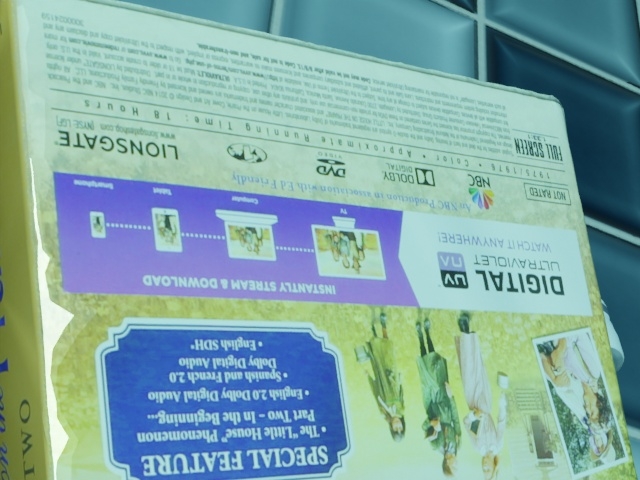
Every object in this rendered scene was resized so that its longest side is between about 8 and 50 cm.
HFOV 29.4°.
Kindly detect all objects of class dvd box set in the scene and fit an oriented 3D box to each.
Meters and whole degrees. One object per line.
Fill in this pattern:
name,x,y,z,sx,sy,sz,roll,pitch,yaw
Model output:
dvd box set,0.019,0.125,0.485,0.307,0.062,0.420,4,71,-40

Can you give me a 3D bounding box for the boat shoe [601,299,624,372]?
boat shoe,0.006,-0.004,0.660,0.367,0.136,0.156,8,54,-31
